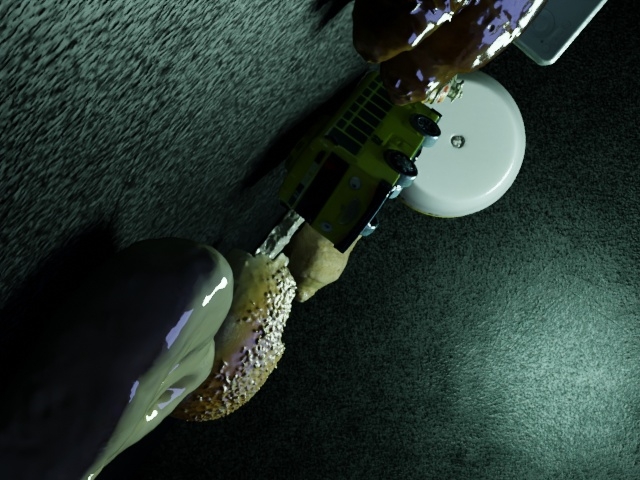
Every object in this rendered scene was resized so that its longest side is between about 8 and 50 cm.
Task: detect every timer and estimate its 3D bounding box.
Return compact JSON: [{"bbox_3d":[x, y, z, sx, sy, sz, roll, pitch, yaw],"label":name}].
[{"bbox_3d":[0.211,-0.172,2.317,0.285,0.285,0.285,-50,176,-4],"label":"timer"}]

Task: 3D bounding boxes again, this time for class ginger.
[{"bbox_3d":[0.155,-0.277,1.286,0.274,0.152,0.357,-47,174,-39],"label":"ginger"},{"bbox_3d":[0.000,0.000,2.431,0.354,0.126,0.190,116,-3,-61],"label":"ginger"}]

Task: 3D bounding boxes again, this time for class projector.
[{"bbox_3d":[0.339,-0.407,1.927,0.257,0.192,0.099,-50,-179,8],"label":"projector"}]

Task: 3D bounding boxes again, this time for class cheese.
[{"bbox_3d":[-0.172,0.095,1.272,0.328,0.129,0.351,-51,176,30],"label":"cheese"}]

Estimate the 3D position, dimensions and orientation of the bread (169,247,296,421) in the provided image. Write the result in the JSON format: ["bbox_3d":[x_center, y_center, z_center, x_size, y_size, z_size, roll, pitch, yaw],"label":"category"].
[{"bbox_3d":[-0.151,0.154,1.856,0.314,0.171,0.192,-54,178,43],"label":"bread"}]

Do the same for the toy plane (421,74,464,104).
[{"bbox_3d":[0.196,-0.294,2.108,0.092,0.108,0.286,-55,-174,45],"label":"toy plane"}]

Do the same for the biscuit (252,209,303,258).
[{"bbox_3d":[-0.081,0.007,2.285,0.250,0.032,0.133,-51,178,2],"label":"biscuit"}]

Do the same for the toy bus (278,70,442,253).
[{"bbox_3d":[0.051,-0.110,1.763,0.128,0.150,0.262,-54,180,34],"label":"toy bus"}]
